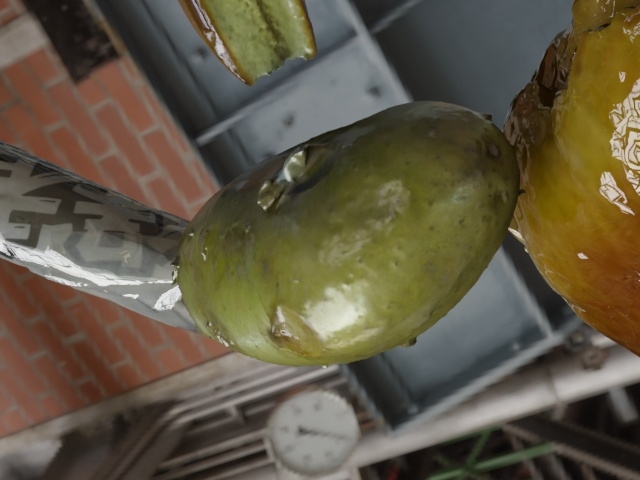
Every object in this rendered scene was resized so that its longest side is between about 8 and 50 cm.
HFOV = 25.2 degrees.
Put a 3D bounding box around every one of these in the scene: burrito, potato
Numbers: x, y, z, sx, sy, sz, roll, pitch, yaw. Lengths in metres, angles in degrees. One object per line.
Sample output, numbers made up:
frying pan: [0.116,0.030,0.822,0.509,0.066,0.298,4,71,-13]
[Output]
burrito: [-0.272,-0.032,1.264,0.445,0.101,0.139,24,-171,-2]
potato: [0.000,0.000,0.573,0.085,0.188,0.105,46,-117,-19]

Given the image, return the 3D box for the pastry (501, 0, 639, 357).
pastry: [0.222,-0.088,0.612,0.164,0.356,0.356,47,-155,16]

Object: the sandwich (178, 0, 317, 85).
sandwich: [-0.081,-0.231,0.998,0.244,0.090,0.088,65,175,-21]
